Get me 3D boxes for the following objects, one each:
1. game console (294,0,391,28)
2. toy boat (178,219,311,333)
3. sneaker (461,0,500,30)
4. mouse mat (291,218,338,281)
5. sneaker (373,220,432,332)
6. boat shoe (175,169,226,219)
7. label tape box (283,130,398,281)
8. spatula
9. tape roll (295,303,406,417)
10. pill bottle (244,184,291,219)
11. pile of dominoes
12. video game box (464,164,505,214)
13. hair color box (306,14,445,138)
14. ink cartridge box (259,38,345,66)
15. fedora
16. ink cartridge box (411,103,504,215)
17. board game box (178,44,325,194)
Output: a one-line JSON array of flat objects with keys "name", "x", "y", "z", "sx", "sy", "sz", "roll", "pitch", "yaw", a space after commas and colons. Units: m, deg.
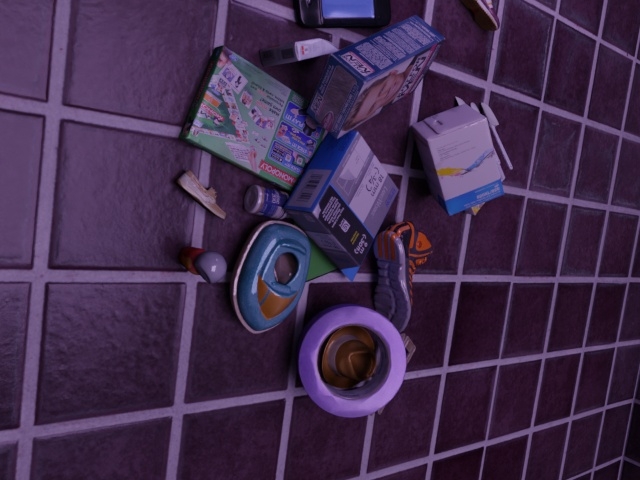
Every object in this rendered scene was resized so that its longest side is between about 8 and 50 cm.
[{"name": "game console", "x": 0.095, "y": -0.634, "z": 1.265, "sx": 0.293, "sy": 0.173, "sz": 0.250, "roll": -16, "pitch": 108, "yaw": -34}, {"name": "toy boat", "x": -0.154, "y": 0.076, "z": 1.228, "sx": 0.318, "sy": 0.148, "sz": 0.268, "roll": 15, "pitch": 90, "yaw": -38}, {"name": "sneaker", "x": 0.481, "y": -0.698, "z": 1.611, "sx": 0.185, "sy": 0.069, "sz": 0.084, "roll": 34, "pitch": 83, "yaw": -37}, {"name": "mouse mat", "x": 0.000, "y": 0.000, "z": 1.420, "sx": 0.152, "sy": 0.007, "sz": 0.190, "roll": -19, "pitch": 109, "yaw": -33}, {"name": "sneaker", "x": 0.246, "y": 0.096, "z": 1.553, "sx": 0.180, "sy": 0.124, "sz": 0.321, "roll": -27, "pitch": 125, "yaw": -42}, {"name": "boat shoe", "x": -0.248, "y": -0.097, "z": 1.185, "sx": 0.135, "sy": 0.050, "sz": 0.045, "roll": 44, "pitch": 78, "yaw": -34}, {"name": "label tape box", "x": 0.086, "y": -0.071, "z": 1.366, "sx": 0.334, "sy": 0.105, "sz": 0.241, "roll": 47, "pitch": 63, "yaw": -40}, {"name": "spatula", "x": 0.500, "y": -0.323, "z": 1.651, "sx": 0.168, "sy": 0.019, "sz": 0.242, "roll": 3, "pitch": 61, "yaw": -41}, {"name": "tape roll", "x": 0.075, "y": 0.302, "z": 1.403, "sx": 0.274, "sy": 0.090, "sz": 0.275, "roll": 0, "pitch": 87, "yaw": -9}, {"name": "pill bottle", "x": -0.111, "y": -0.086, "z": 1.280, "sx": 0.120, "sy": 0.067, "sz": 0.067, "roll": 11, "pitch": 92, "yaw": -38}, {"name": "pile of dominoes", "x": 0.186, "y": 0.382, "z": 1.602, "sx": 0.251, "sy": 0.040, "sz": 0.196, "roll": -58, "pitch": 147, "yaw": -16}, {"name": "video game box", "x": 0.482, "y": -0.216, "z": 1.719, "sx": 0.187, "sy": 0.048, "sz": 0.205, "roll": -47, "pitch": 122, "yaw": -23}, {"name": "hair color box", "x": 0.135, "y": -0.389, "z": 1.293, "sx": 0.105, "sy": 0.174, "sz": 0.347, "roll": 43, "pitch": 52, "yaw": 11}, {"name": "ink cartridge box", "x": -0.024, "y": -0.431, "z": 1.230, "sx": 0.179, "sy": 0.145, "sz": 0.045, "roll": -28, "pitch": 115, "yaw": -31}, {"name": "fedora", "x": 0.094, "y": 0.328, "z": 1.508, "sx": 0.194, "sy": 0.079, "sz": 0.195, "roll": -7, "pitch": 103, "yaw": -36}, {"name": "ink cartridge box", "x": 0.377, "y": -0.227, "z": 1.522, "sx": 0.168, "sy": 0.171, "sz": 0.233, "roll": -21, "pitch": 116, "yaw": 3}, {"name": "board game box", "x": -0.136, "y": -0.259, "z": 1.242, "sx": 0.317, "sy": 0.046, "sz": 0.214, "roll": 25, "pitch": 84, "yaw": -38}]
